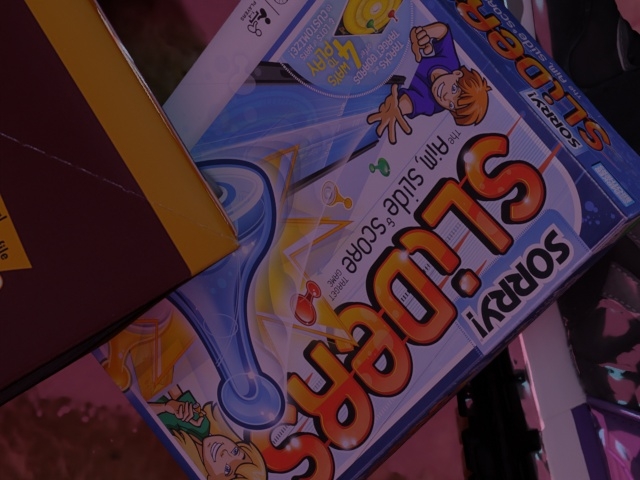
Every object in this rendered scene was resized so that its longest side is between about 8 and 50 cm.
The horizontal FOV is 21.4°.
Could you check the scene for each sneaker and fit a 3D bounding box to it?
[{"bbox_3d":[0.108,-0.008,0.603,0.124,0.107,0.283,-11,101,-13],"label":"sneaker"}]

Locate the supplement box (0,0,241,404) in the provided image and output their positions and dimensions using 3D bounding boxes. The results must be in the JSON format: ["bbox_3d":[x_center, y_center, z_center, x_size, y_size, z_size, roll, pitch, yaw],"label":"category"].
[{"bbox_3d":[-0.167,-0.019,0.499,0.194,0.129,0.191,-31,89,-31],"label":"supplement box"}]

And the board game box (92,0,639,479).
[{"bbox_3d":[0.000,0.000,0.558,0.136,0.035,0.201,50,126,12],"label":"board game box"}]
